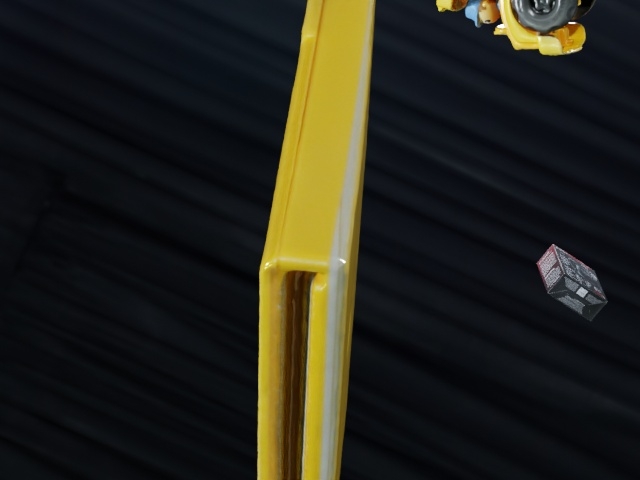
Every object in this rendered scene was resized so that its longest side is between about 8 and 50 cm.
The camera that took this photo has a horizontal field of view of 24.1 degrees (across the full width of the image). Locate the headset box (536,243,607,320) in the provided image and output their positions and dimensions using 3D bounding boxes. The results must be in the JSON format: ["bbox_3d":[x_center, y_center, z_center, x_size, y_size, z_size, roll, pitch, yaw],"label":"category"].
[{"bbox_3d":[0.276,0.044,1.654,0.032,0.062,0.083,-52,17,18],"label":"headset box"}]

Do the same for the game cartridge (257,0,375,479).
[{"bbox_3d":[0.000,0.000,0.960,0.324,0.052,0.285,-85,-2,-46],"label":"game cartridge"}]

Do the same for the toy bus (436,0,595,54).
[{"bbox_3d":[0.178,-0.303,1.600,0.149,0.211,0.220,-36,-60,-66],"label":"toy bus"}]
